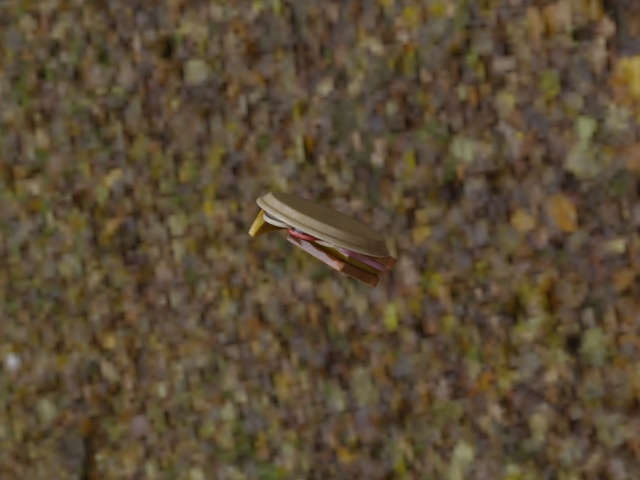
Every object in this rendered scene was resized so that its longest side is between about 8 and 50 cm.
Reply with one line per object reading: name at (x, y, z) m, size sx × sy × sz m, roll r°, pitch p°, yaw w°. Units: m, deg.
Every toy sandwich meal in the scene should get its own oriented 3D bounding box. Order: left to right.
toy sandwich meal at (0.000, 0.000, 0.913) m, size 0.085 × 0.085 × 0.029 m, roll 34°, pitch 105°, yaw 53°
